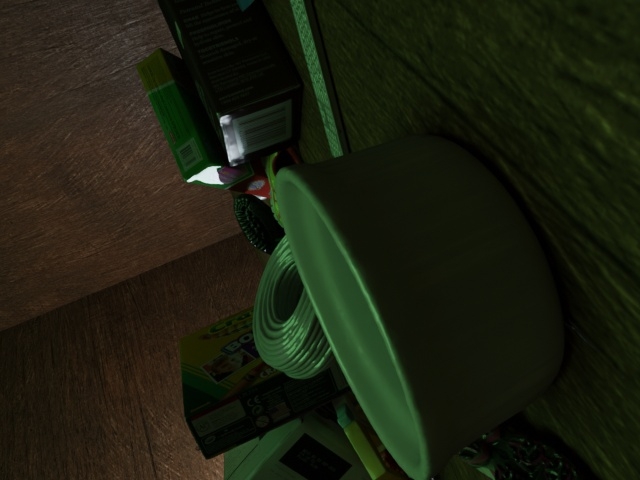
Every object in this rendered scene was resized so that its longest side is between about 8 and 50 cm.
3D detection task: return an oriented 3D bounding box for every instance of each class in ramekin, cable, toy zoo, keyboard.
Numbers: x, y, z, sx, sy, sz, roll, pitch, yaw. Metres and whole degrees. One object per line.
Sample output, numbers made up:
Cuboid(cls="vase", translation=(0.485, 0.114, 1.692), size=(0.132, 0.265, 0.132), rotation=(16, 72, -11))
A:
Cuboid(cls="ramekin", translation=(0.075, 0.043, 0.457), size=(0.277, 0.135, 0.277), rotation=(62, 169, 22))
Cuboid(cls="cable", translation=(-0.023, 0.090, 0.838), size=(0.257, 0.089, 0.257), rotation=(-61, 28, 16))
Cuboid(cls="toy zoo", translation=(0.111, 0.374, 0.977), size=(0.293, 0.030, 0.192), rotation=(43, -171, -44))
Cuboid(cls="keyboard", translation=(-0.006, -0.213, 0.652), size=(0.072, 0.014, 0.256), rotation=(-130, 20, -58))

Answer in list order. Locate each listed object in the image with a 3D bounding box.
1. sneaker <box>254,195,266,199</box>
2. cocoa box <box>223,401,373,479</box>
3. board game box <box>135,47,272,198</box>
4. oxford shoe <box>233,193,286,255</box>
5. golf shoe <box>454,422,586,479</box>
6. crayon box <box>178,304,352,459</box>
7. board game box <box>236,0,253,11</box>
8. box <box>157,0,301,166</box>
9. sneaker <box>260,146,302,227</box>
Cuboid(cls="sneaker", translation=(-0.205, -0.253, 1.368), size=(0.292, 0.108, 0.169), rotation=(57, 168, -1))
Cuboid(cls="cocoa box", translation=(0.004, 0.464, 1.070), size=(0.347, 0.231, 0.228), rotation=(40, -174, -17))
Cuboid(cls="board game box", translation=(-0.192, -0.214, 1.038), size=(0.242, 0.064, 0.316), rotation=(64, -159, 11))
Cuboid(cls="oxford shoe", translation=(-0.092, -0.020, 1.096), size=(0.227, 0.083, 0.096), rotation=(47, -150, -24))
Cuboid(cls="golf shoe", translation=(0.191, 0.213, 0.479), size=(0.086, 0.067, 0.186), rotation=(37, 178, -26))
Cuboid(cls="crayon box", translation=(-0.087, 0.219, 1.032), size=(0.313, 0.363, 0.106), rotation=(-139, 28, -67))
Cuboid(cls="board game box", translation=(-0.096, -0.385, 0.691), size=(0.169, 0.033, 0.133), rotation=(-152, 45, -66))
Cuboid(cls="box", translation=(-0.169, -0.339, 0.870), size=(0.191, 0.143, 0.381), rotation=(101, 146, -73))
Cuboid(cls="sneaker", translation=(-0.055, -0.093, 0.990), size=(0.208, 0.081, 0.094), rotation=(68, 164, -14))
